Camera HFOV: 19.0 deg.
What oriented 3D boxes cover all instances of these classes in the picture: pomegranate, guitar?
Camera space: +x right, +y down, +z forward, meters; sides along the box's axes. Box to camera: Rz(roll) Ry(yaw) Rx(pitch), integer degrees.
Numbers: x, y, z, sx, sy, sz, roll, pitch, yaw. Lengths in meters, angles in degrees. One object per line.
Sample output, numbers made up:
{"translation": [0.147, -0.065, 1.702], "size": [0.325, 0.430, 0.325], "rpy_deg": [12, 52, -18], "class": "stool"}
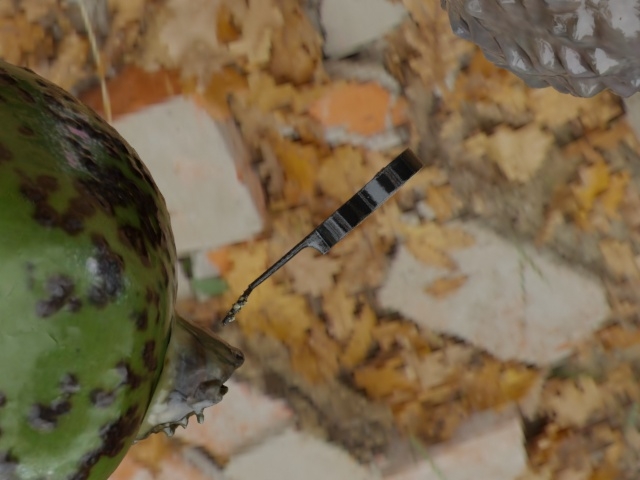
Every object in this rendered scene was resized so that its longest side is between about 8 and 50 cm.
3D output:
{"translation": [-0.169, 0.034, 0.930], "size": [0.271, 0.254, 0.254], "rpy_deg": [23, 116, -11], "class": "pomegranate"}
{"translation": [0.000, 0.000, 1.698], "size": [0.233, 0.088, 0.025], "rpy_deg": [-41, 89, -14], "class": "guitar"}

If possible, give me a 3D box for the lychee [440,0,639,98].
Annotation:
{"translation": [0.234, -0.276, 1.300], "size": [0.380, 0.380, 0.432], "rpy_deg": [-21, 121, 4], "class": "lychee"}
